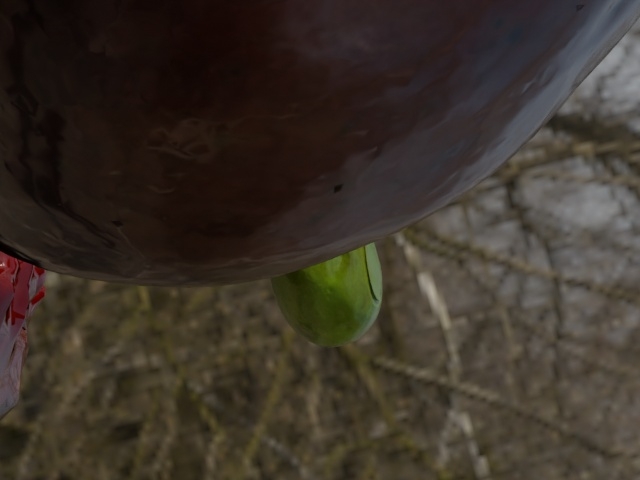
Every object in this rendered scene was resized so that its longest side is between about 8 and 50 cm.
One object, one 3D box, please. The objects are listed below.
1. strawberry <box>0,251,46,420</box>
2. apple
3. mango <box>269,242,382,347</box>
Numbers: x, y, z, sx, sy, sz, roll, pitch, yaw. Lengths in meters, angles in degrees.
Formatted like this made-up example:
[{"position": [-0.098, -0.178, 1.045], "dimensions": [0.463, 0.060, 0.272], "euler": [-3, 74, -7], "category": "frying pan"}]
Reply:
[{"position": [-0.262, -0.010, 0.884], "dimensions": [0.343, 0.292, 0.292], "euler": [-84, 164, -63], "category": "strawberry"}, {"position": [-0.021, -0.098, 0.442], "dimensions": [0.234, 0.234, 0.234], "euler": [166, -90, -86], "category": "apple"}, {"position": [0.000, 0.000, 0.957], "dimensions": [0.073, 0.056, 0.108], "euler": [-86, 167, -79], "category": "mango"}]
